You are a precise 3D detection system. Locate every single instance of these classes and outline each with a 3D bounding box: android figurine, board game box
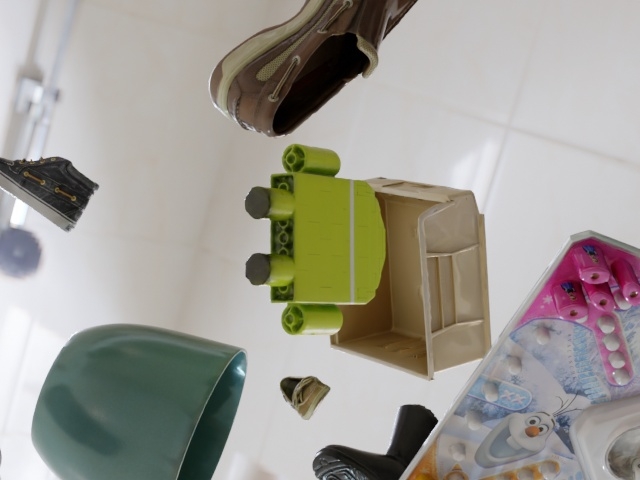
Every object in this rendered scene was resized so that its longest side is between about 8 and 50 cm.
[{"bbox_3d":[0.000,0.000,1.940,0.056,0.248,0.273,-3,178,36],"label":"android figurine"},{"bbox_3d":[0.317,0.209,1.458,0.390,0.390,0.050,21,-149,-17],"label":"board game box"}]

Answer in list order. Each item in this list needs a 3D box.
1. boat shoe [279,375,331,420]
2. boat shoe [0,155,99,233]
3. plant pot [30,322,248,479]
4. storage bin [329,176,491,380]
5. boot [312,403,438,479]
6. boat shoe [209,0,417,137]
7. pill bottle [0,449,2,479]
[{"bbox_3d":[-0.024,0.204,1.989,0.048,0.056,0.153,37,174,-5],"label":"boat shoe"},{"bbox_3d":[-0.394,-0.091,2.046,0.183,0.083,0.065,34,173,7],"label":"boat shoe"},{"bbox_3d":[-0.266,0.250,2.107,0.235,0.293,0.293,20,-172,8],"label":"plant pot"},{"bbox_3d":[0.126,0.049,2.237,0.123,0.260,0.262,-11,-167,-30],"label":"storage bin"},{"bbox_3d":[0.112,0.358,2.510,0.246,0.094,0.207,35,-133,-15],"label":"boot"},{"bbox_3d":[0.025,-0.180,1.354,0.095,0.257,0.095,39,166,37],"label":"boat shoe"},{"bbox_3d":[-0.502,0.249,1.899,0.160,0.160,0.283,9,-141,-42],"label":"pill bottle"}]
